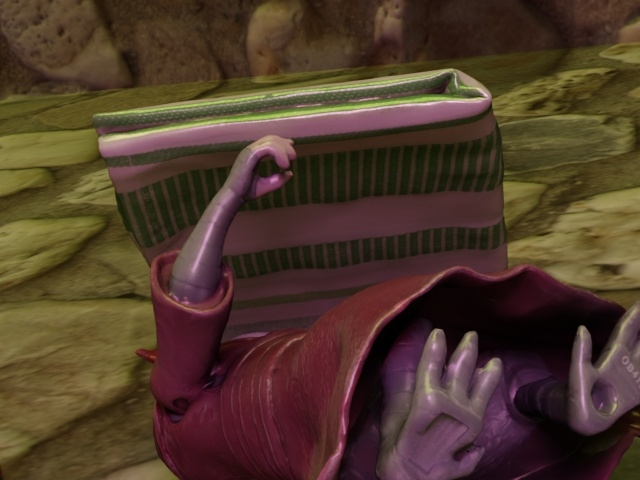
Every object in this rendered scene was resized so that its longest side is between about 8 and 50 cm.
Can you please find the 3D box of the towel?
[{"bbox_3d":[0.000,0.000,1.083,0.247,0.038,0.325,-8,-30,2],"label":"towel"}]

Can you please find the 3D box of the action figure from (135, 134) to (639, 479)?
[{"bbox_3d":[0.010,0.108,0.928,0.370,0.248,0.276,-10,52,50],"label":"action figure"}]
